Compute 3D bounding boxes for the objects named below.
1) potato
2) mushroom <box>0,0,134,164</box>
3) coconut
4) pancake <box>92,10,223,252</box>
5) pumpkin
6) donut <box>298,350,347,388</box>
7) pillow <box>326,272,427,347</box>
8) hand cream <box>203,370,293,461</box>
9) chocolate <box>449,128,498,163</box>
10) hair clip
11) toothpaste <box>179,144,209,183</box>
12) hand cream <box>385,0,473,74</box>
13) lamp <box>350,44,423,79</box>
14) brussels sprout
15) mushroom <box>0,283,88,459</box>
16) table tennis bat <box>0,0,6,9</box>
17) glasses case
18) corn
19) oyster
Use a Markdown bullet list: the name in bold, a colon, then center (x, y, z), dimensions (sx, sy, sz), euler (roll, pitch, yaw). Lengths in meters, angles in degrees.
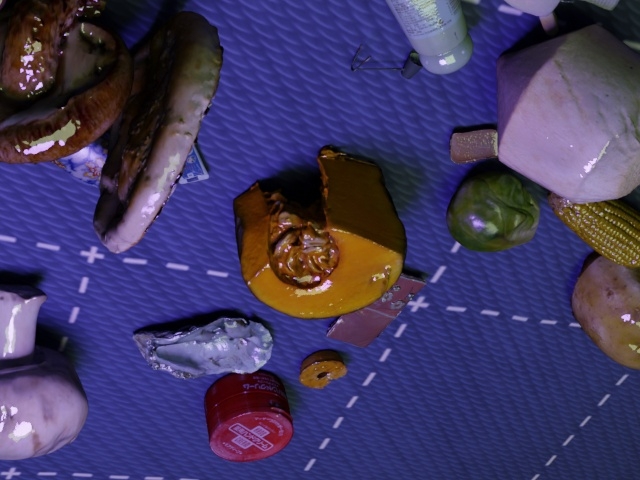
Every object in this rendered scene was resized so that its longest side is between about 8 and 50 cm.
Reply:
- **potato**: center (0.681, 0.165, 2.382), dimensions (0.243, 0.242, 0.285), euler (-11, 134, -6)
- **mushroom**: center (-0.407, -0.251, 1.617), dimensions (0.263, 0.195, 0.283), euler (31, 104, 11)
- **coconut**: center (0.429, -0.221, 1.870), dimensions (0.329, 0.328, 0.328), euler (-9, 136, -8)
- **pancake**: center (-0.259, -0.166, 1.636), dimensions (0.082, 0.386, 0.387), euler (19, 127, -23)
- **pumpkin**: center (0.000, 0.000, 2.007), dimensions (0.303, 0.225, 0.256), euler (-27, 132, 20)
- **donut**: center (0.002, 0.282, 2.413), dimensions (0.108, 0.043, 0.097), euler (-30, 136, 15)
- **pillow**: center (0.116, 0.143, 2.306), dimensions (0.126, 0.043, 0.232), euler (17, 128, -32)
- **hand cream**: center (-0.160, 0.388, 2.412), dimensions (0.193, 0.125, 0.193), euler (-9, 137, -9)
- **chocolate**: center (0.284, -0.181, 2.035), dimensions (0.101, 0.031, 0.064), euler (-12, 119, -10)
- **hair clip**: center (0.388, -0.414, 1.808), dimensions (0.219, 0.071, 0.159), euler (2, 136, -13)
- **toothpaste**: center (-0.240, -0.168, 1.885), dimensions (0.057, 0.034, 0.197), euler (-11, 140, 2)
- **hand cream**: center (0.159, -0.394, 1.735), dimensions (0.147, 0.093, 0.305), euler (-25, 134, 7)
- **lamp**: center (0.115, -0.298, 1.862), dimensions (0.121, 0.041, 0.054), euler (7, 141, -28)
- **brussels sprout**: center (0.329, -0.052, 2.106), dimensions (0.181, 0.144, 0.161), euler (28, 87, -23)
- **mushroom**: center (-0.586, 0.242, 2.071), dimensions (0.315, 0.314, 0.336), euler (5, 103, -21)
- **table tennis bat**: center (-0.519, -0.397, 1.495), dimensions (0.415, 0.051, 0.268), euler (-15, 114, 4)
- **glasses case**: center (-0.359, -0.130, 1.863), dimensions (0.248, 0.065, 0.087), euler (27, 120, -37)
- **corn**: center (0.582, -0.031, 2.219), dimensions (0.322, 0.119, 0.119), euler (26, 123, -31)
- **oyster**: center (-0.230, 0.225, 2.251), dimensions (0.252, 0.087, 0.199), euler (-26, 127, -1)
